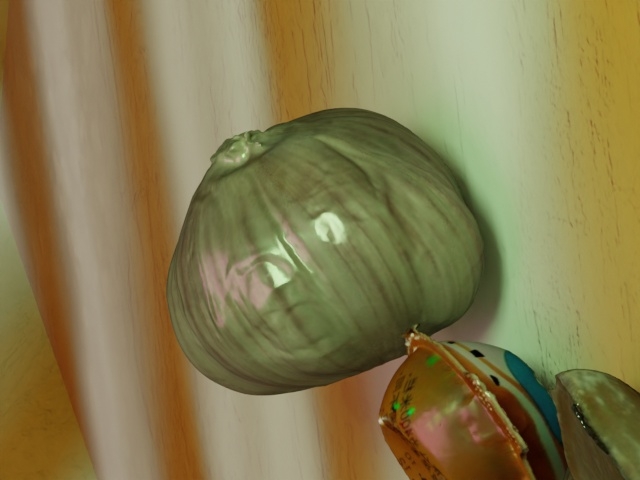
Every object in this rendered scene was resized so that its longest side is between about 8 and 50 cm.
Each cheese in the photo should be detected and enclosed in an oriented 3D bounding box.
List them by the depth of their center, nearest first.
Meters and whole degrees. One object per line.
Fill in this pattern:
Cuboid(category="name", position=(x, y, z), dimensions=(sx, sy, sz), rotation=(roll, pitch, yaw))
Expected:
Cuboid(category="cheese", position=(0.132, 0.182, 1.721), dimensions=(0.217, 0.129, 0.329), rotation=(55, 168, 11))

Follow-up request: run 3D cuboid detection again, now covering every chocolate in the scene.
Cuboid(category="chocolate", position=(0.268, 0.210, 1.467), dimensions=(0.261, 0.083, 0.161), rotation=(-118, 10, -45))

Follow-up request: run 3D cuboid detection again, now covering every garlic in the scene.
Cuboid(category="garlic", position=(0.000, 0.000, 1.794), dimensions=(0.259, 0.317, 0.317), rotation=(47, 162, -11))
